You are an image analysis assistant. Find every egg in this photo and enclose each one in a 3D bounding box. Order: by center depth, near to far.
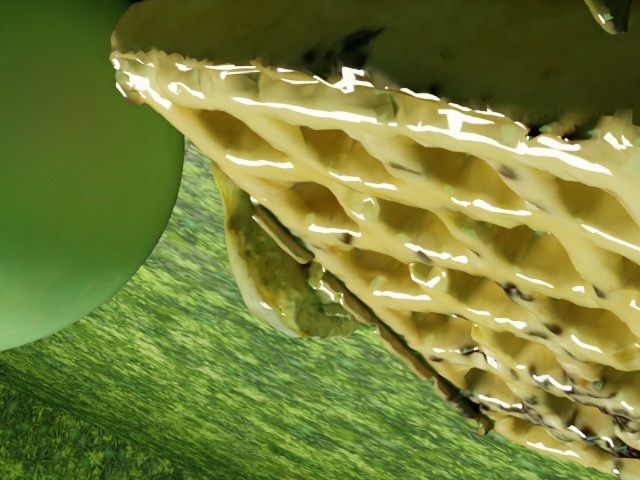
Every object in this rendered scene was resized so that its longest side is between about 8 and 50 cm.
[{"bbox_3d":[-0.201,-0.054,0.623,0.269,0.220,0.220,7,165,-6],"label":"egg"}]

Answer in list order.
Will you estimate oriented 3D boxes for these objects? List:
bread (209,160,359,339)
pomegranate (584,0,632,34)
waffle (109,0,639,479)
[{"bbox_3d":[-0.005,0.001,0.708,0.156,0.110,0.103,14,164,39],"label":"bread"},{"bbox_3d":[0.056,-0.119,0.211,0.148,0.148,0.169,16,170,34],"label":"pomegranate"},{"bbox_3d":[0.112,0.007,0.532,0.261,0.114,0.376,12,158,39],"label":"waffle"}]
